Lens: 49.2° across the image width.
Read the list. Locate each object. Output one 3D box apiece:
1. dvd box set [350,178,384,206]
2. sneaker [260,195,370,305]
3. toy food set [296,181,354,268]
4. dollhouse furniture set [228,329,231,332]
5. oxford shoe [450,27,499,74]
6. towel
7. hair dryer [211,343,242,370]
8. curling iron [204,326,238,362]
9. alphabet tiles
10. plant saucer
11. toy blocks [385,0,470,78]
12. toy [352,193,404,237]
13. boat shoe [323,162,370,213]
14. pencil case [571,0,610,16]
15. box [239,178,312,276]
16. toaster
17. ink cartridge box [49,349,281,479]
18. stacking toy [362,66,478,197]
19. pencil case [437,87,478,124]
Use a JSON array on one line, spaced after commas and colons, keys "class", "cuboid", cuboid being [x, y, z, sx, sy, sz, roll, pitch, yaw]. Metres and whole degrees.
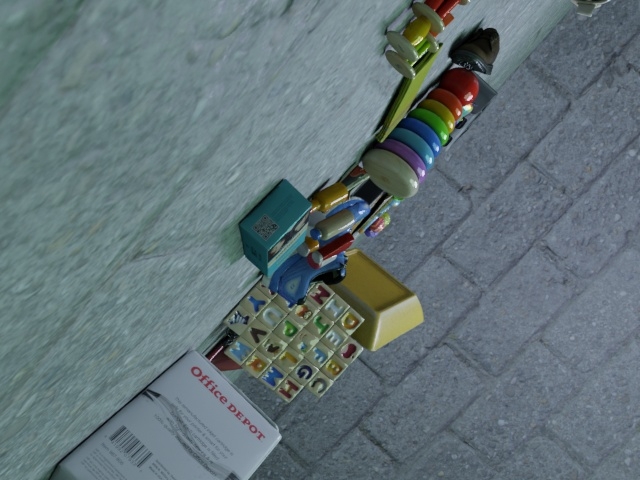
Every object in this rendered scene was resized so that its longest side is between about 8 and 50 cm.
[{"class": "dvd box set", "cuboid": [0.135, -0.102, 2.078, 0.307, 0.062, 0.420, -45, 174, -17]}, {"class": "sneaker", "cuboid": [0.014, 0.028, 1.638, 0.330, 0.147, 0.129, -46, 174, -25]}, {"class": "toy food set", "cuboid": [-0.009, -0.008, 1.442, 0.105, 0.111, 0.232, -29, 165, -34]}, {"class": "dollhouse furniture set", "cuboid": [-0.150, 0.179, 1.907, 0.161, 0.101, 0.182, -20, -166, 39]}, {"class": "oxford shoe", "cuboid": [0.329, -0.404, 1.467, 0.096, 0.083, 0.227, -69, 168, 19]}, {"class": "towel", "cuboid": [0.163, -0.277, 1.324, 0.102, 0.021, 0.237, -51, 175, -22]}, {"class": "hair dryer", "cuboid": [-0.209, 0.326, 1.988, 0.224, 0.080, 0.294, -29, 165, 37]}, {"class": "curling iron", "cuboid": [-0.302, 0.309, 1.782, 0.274, 0.035, 0.068, -43, 164, -31]}, {"class": "alphabet tiles", "cuboid": [-0.060, 0.233, 1.713, 0.285, 0.342, 0.011, -48, -155, -2]}, {"class": "plant saucer", "cuboid": [0.113, 0.136, 1.962, 0.333, 0.333, 0.080, -17, 141, -55]}, {"class": "toy blocks", "cuboid": [0.154, -0.297, 0.929, 0.148, 0.054, 0.123, -48, 174, -1]}, {"class": "toy", "cuboid": [0.172, -0.061, 2.039, 0.137, 0.056, 0.237, -38, 170, -44]}, {"class": "boat shoe", "cuboid": [0.049, -0.105, 1.512, 0.137, 0.043, 0.049, -48, 176, 16]}, {"class": "pencil case", "cuboid": [0.753, -0.727, 1.881, 0.410, 0.160, 0.183, -40, 154, -53]}, {"class": "box", "cuboid": [-0.073, -0.013, 1.147, 0.100, 0.060, 0.244, -46, 174, -12]}, {"class": "toaster", "cuboid": [0.357, -0.343, 1.837, 0.186, 0.110, 0.168, -44, 174, -36]}, {"class": "ink cartridge box", "cuboid": [-0.315, 0.464, 1.465, 0.395, 0.285, 0.166, -40, 172, -48]}, {"class": "stacking toy", "cuboid": [0.236, -0.256, 1.551, 0.330, 0.141, 0.141, -53, 176, -17]}, {"class": "pencil case", "cuboid": [0.263, -0.270, 1.675, 0.236, 0.104, 0.104, -45, 174, 0]}]
